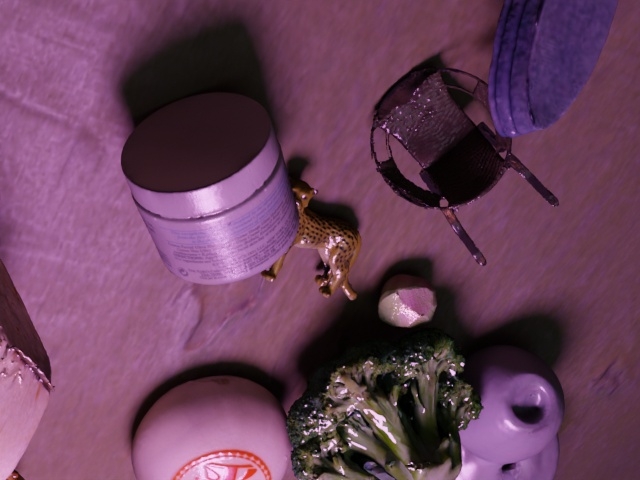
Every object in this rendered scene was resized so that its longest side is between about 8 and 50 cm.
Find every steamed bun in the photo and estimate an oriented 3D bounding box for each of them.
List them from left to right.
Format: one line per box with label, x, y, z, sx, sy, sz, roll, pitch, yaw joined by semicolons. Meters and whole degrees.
steamed bun;-0.146;0.310;1.565;0.232;0.145;0.232;-12;130;-15

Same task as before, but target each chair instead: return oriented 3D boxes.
chair;0.173;-0.104;1.391;0.174;0.149;0.213;-40;127;11

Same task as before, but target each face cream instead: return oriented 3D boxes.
face cream;-0.123;-0.058;1.268;0.177;0.177;0.153;-22;133;-7

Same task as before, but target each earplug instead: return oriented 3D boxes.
earplug;0.293;0.306;1.737;0.214;0.175;0.325;-21;132;-17

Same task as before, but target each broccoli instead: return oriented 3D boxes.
broccoli;0.090;0.258;1.560;0.294;0.245;0.265;-37;151;-22

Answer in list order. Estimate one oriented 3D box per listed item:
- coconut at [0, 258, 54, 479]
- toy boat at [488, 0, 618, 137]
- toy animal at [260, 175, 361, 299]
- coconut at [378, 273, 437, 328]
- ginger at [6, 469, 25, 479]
coconut;-0.487;0.150;1.167;0.360;0.346;0.346;-26;132;-5
toy boat;0.275;-0.254;1.302;0.127;0.078;0.283;17;93;-36
toy animal;0.000;0.000;1.442;0.181;0.073;0.136;21;108;-31
coconut;0.124;0.087;1.560;0.083;0.081;0.082;-40;96;24
ginger;-0.551;0.434;1.478;0.274;0.152;0.357;10;119;-29
